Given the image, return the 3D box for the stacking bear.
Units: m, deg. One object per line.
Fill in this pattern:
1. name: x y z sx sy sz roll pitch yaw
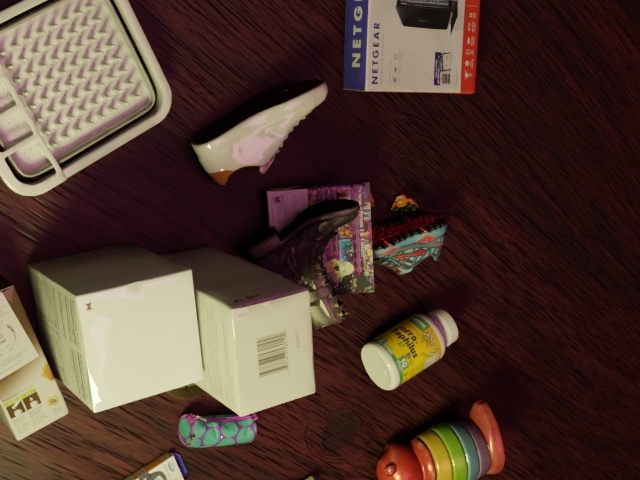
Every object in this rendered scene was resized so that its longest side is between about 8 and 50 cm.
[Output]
1. stacking bear: 0.263 0.502 2.130 0.289 0.164 0.175 -13 151 -20

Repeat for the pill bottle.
1. pill bottle: 0.204 0.236 2.057 0.208 0.117 0.118 -27 114 -27

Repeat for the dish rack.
1. dish rack: -0.439 -0.265 1.540 0.332 0.072 0.286 -36 117 -23

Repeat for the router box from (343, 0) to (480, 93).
1. router box: 0.196 -0.476 1.923 0.301 0.082 0.336 -6 103 -33

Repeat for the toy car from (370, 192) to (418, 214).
1. toy car: 0.156 -0.091 1.996 0.122 0.060 0.041 17 58 -42

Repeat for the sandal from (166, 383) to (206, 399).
1. sandal: -0.228 0.241 1.804 0.219 0.060 0.090 -28 121 -43

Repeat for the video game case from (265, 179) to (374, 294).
1. video game case: 0.000 0.000 1.865 0.210 0.042 0.232 -6 104 -7

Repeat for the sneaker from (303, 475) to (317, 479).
1. sneaker: -0.063 0.548 1.981 0.135 0.052 0.058 -37 114 -24

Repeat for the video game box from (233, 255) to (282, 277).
1. video game box: -0.106 0.144 1.782 0.048 0.187 0.205 -30 115 -26

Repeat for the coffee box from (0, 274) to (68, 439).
1. coffee box: -0.525 0.186 1.532 0.098 0.141 0.247 -28 115 -26

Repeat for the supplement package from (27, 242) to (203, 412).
1. supplement package: -0.351 0.136 1.565 0.199 0.262 0.198 -13 107 -31

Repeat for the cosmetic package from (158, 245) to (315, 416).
1. cosmetic package: -0.173 0.145 1.627 0.155 0.365 0.197 -13 109 -30

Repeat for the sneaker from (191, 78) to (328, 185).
1. sneaker: -0.103 -0.207 1.771 0.290 0.106 0.123 -31 120 -14

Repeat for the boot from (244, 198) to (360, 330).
1. boot: -0.003 0.059 1.816 0.263 0.091 0.229 -25 106 10

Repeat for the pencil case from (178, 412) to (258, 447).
1. pencil case: -0.203 0.375 1.839 0.151 0.064 0.070 4 122 -35

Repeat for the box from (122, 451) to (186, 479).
1. box: -0.322 0.476 1.802 0.136 0.028 0.081 -29 115 -25

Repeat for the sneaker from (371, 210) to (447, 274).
1. sneaker: 0.164 0.027 1.994 0.261 0.104 0.125 -13 120 -22
